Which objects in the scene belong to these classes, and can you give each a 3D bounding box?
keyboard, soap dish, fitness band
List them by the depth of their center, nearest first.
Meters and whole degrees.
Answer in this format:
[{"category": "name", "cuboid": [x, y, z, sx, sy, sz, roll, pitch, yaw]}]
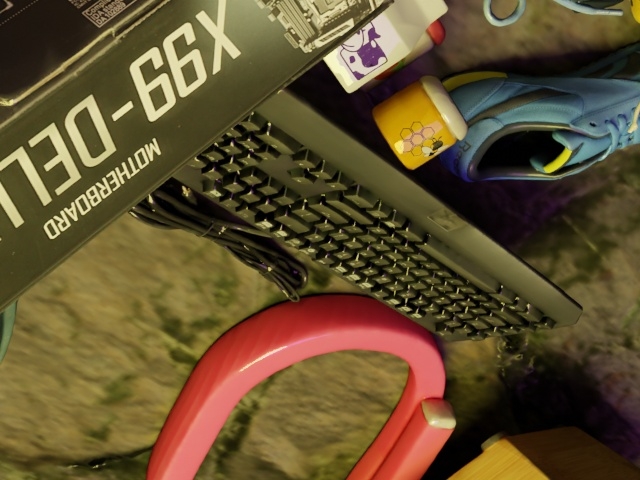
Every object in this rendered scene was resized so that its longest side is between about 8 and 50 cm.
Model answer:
[{"category": "keyboard", "cuboid": [0.000, 0.000, 0.652, 0.201, 0.033, 0.317, -7, 151, 43]}, {"category": "fitness band", "cuboid": [-0.019, 0.163, 0.839, 0.209, 0.054, 0.291, 12, 125, -25]}, {"category": "soap dish", "cuboid": [0.121, 0.266, 0.883, 0.291, 0.118, 0.229, -41, 156, 20]}]

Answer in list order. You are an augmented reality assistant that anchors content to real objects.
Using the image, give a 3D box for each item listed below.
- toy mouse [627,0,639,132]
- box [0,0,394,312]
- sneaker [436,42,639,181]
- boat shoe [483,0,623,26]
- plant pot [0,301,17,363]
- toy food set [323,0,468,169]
[{"category": "toy mouse", "cuboid": [0.233, -0.128, 0.644, 0.143, 0.031, 0.161, 21, 89, -26]}, {"category": "box", "cuboid": [-0.167, -0.079, 0.370, 0.307, 0.242, 0.076, -42, 151, -19]}, {"category": "sneaker", "cuboid": [0.171, -0.071, 0.672, 0.209, 0.082, 0.069, -10, 130, -11]}, {"category": "boat shoe", "cuboid": [0.094, -0.172, 0.514, 0.089, 0.109, 0.258, -30, 158, 14]}, {"category": "plant pot", "cuboid": [-0.298, 0.089, 0.498, 0.341, 0.334, 0.341, -8, 131, -10]}, {"category": "toy food set", "cuboid": [0.025, -0.154, 0.528, 0.104, 0.111, 0.232, -33, 119, 10]}]
